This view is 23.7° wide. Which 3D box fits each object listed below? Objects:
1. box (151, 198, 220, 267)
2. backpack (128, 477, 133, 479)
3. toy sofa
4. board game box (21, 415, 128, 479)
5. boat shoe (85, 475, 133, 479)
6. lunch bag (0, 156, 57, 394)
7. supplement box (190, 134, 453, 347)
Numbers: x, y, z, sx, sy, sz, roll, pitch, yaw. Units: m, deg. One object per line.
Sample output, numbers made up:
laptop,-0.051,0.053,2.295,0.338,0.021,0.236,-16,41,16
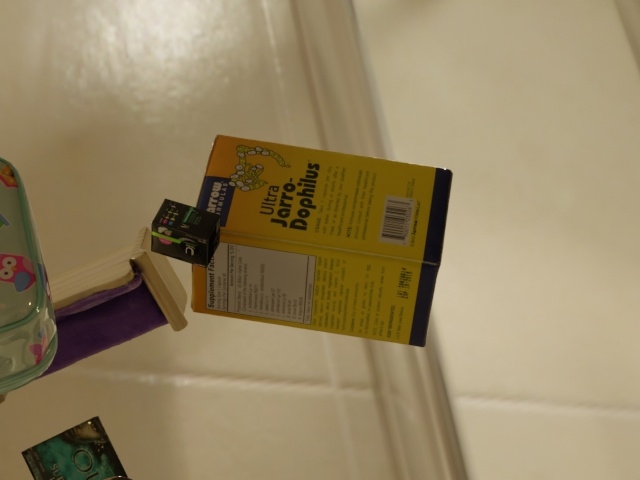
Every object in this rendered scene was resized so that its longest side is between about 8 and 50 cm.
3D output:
box,-0.184,-0.010,2.083,0.083,0.052,0.062,16,-41,9
backpack,-0.276,0.500,2.290,0.273,0.290,0.355,30,-20,-21
toy sofa,-0.402,0.135,2.436,0.363,0.177,0.150,-23,-67,11
board game box,-0.317,0.348,2.098,0.126,0.186,0.026,-24,-4,-43
boat shoe,-0.173,0.345,1.617,0.104,0.110,0.307,-14,-50,33
lunch bag,-0.379,0.052,1.338,0.279,0.224,0.108,-14,-34,-10
supplement box,0.000,0.000,2.240,0.357,0.195,0.194,9,-41,3
